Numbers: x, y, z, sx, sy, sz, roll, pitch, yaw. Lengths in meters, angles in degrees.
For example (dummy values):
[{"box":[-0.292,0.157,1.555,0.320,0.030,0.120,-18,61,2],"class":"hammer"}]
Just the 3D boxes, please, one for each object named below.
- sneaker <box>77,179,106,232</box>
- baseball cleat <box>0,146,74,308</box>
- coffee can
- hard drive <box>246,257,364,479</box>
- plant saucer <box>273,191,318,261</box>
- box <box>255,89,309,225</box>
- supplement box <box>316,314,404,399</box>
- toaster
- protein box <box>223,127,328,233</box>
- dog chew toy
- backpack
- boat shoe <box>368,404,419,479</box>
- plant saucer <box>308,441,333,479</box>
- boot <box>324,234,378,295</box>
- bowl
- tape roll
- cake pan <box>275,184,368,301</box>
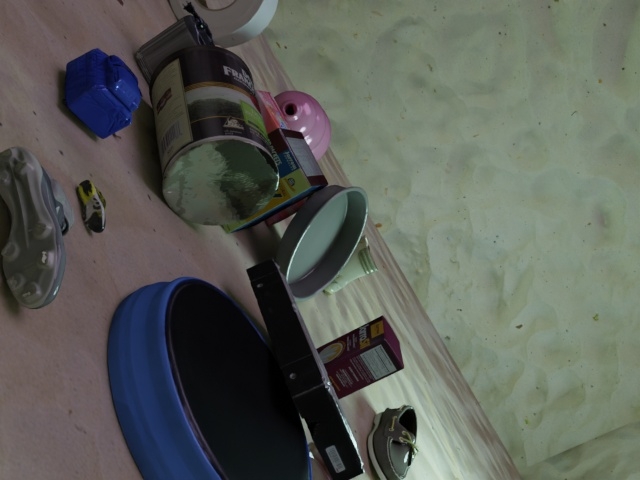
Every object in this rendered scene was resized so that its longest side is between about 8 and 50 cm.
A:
[{"box":[-0.300,-0.044,1.000,0.035,0.031,0.083,41,24,-60],"class":"sneaker"},{"box":[-0.303,-0.010,0.823,0.109,0.072,0.206,53,17,-63],"class":"baseball cleat"},{"box":[-0.199,-0.193,1.349,0.201,0.201,0.275,49,18,-47],"class":"coffee can"},{"box":[-0.029,0.212,1.264,0.339,0.064,0.237,-119,-173,-54],"class":"hard drive"},{"box":[-0.025,-0.024,1.740,0.045,0.188,0.188,32,8,10],"class":"plant saucer"},{"box":[-0.124,-0.203,1.821,0.300,0.142,0.154,61,12,-4],"class":"box"},{"box":[0.067,0.245,1.510,0.081,0.188,0.104,57,13,-18],"class":"supplement box"},{"box":[-0.275,-0.355,1.522,0.227,0.146,0.129,60,11,-11],"class":"toaster"},{"box":[-0.114,-0.125,1.550,0.136,0.200,0.201,62,12,0],"class":"protein box"},{"box":[-0.074,-0.316,2.040,0.206,0.206,0.332,63,-1,5],"class":"dog chew toy"},{"box":[-0.331,-0.233,1.136,0.098,0.101,0.120,58,7,-49],"class":"backpack"},{"box":[0.175,0.464,1.708,0.109,0.091,0.305,60,12,-6],"class":"boat shoe"},{"box":[0.008,0.424,1.252,0.168,0.029,0.168,57,14,-22],"class":"plant saucer"},{"box":[0.044,0.018,1.971,0.213,0.165,0.077,65,11,5],"class":"boot"},{"box":[-0.131,0.225,1.004,0.391,0.077,0.391,57,13,-21],"class":"bowl"},{"box":[-0.256,-0.665,1.967,0.286,0.286,0.100,63,11,7],"class":"tape roll"},{"box":[0.000,0.000,1.653,0.054,0.293,0.293,32,-1,24],"class":"cake pan"}]
